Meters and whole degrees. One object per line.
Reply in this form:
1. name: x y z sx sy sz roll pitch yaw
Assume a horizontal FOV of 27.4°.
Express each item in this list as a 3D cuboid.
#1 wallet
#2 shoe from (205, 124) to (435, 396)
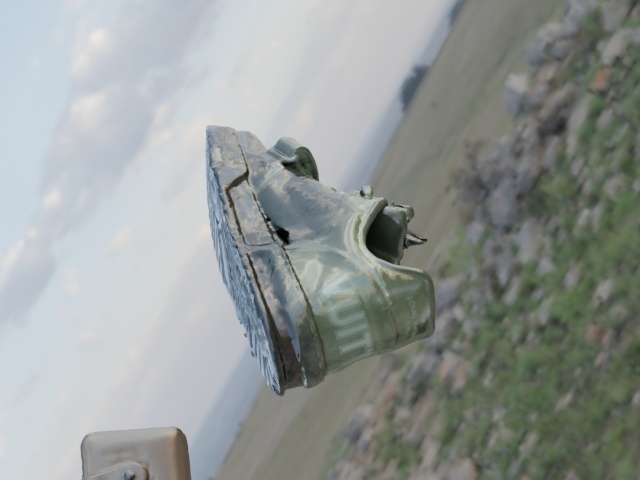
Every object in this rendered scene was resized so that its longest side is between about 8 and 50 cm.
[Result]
1. wallet: -0.186 0.262 1.334 0.039 0.118 0.153 108 154 -57
2. shoe: 0.000 -0.002 0.979 0.293 0.149 0.109 -112 14 -53
